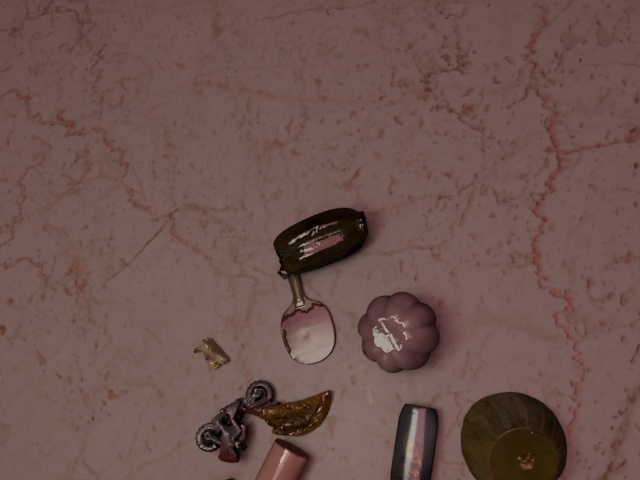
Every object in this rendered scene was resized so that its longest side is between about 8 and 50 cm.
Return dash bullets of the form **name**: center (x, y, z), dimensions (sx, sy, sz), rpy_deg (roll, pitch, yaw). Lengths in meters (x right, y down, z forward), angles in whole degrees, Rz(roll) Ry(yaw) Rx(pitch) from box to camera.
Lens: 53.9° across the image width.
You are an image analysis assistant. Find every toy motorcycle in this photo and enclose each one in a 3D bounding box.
- **toy motorcycle**: center (-0.181, 0.425, 1.454), dimensions (0.212, 0.084, 0.118), rpy_deg (-40, 67, -11)

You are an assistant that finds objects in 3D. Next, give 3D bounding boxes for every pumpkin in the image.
- **pumpkin**: center (0.398, 0.422, 1.287), dimensions (0.217, 0.110, 0.218), rpy_deg (-2, 78, 9)

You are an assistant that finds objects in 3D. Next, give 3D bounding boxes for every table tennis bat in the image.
- **table tennis bat**: center (-0.042, 0.180, 1.512), dimensions (0.131, 0.022, 0.235), rpy_deg (-19, 73, 10)

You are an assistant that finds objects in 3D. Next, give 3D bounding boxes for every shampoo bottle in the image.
- **shampoo bottle**: center (0.197, 0.474, 1.352), dimensions (0.087, 0.049, 0.234), rpy_deg (7, 78, 19)

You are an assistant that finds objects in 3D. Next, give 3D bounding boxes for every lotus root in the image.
- **lotus root**: center (0.000, 0.000, 1.494), dimensions (0.240, 0.123, 0.124), rpy_deg (-21, 98, 6)

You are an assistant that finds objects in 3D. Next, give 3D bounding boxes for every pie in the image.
- **pie**: center (-0.054, 0.399, 1.432), dimensions (0.169, 0.034, 0.092), rpy_deg (-9, 97, -8)

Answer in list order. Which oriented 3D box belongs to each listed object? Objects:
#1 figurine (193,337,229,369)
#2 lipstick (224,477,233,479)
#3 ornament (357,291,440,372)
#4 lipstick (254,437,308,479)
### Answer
- **figurine**: center (-0.266, 0.280, 1.537), dimensions (0.083, 0.047, 0.051), rpy_deg (42, 104, 14)
- **lipstick**: center (-0.316, 0.647, 1.432), dimensions (0.289, 0.076, 0.078), rpy_deg (-33, 72, 7)
- **ornament**: center (0.174, 0.201, 1.383), dimensions (0.177, 0.177, 0.178), rpy_deg (-4, 75, 14)
- **lipstick**: center (-0.136, 0.606, 1.387), dimensions (0.087, 0.087, 0.327), rpy_deg (25, 83, 20)
